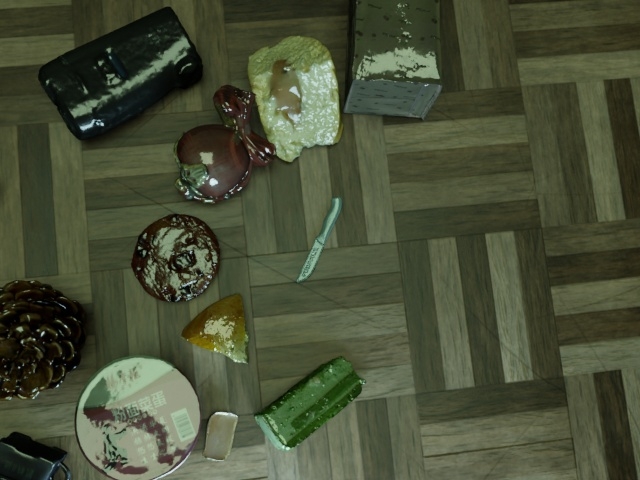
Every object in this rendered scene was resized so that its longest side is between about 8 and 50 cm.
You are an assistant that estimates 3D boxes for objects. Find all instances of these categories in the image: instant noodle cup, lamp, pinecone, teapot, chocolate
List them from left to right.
[{"bbox_3d":[-0.586,0.454,1.402,0.177,0.087,0.096,22,86,-2],"label":"teapot"},{"bbox_3d":[-0.563,0.194,1.363,0.224,0.272,0.224,-9,112,-22],"label":"pinecone"},{"bbox_3d":[-0.346,0.340,1.388,0.235,0.178,0.234,1,83,-5],"label":"instant noodle cup"},{"bbox_3d":[-0.221,-0.193,1.480,0.223,0.151,0.215,-41,126,-24],"label":"lamp"},{"bbox_3d":[-0.211,0.404,1.467,0.065,0.031,0.100,11,85,-21],"label":"chocolate"}]

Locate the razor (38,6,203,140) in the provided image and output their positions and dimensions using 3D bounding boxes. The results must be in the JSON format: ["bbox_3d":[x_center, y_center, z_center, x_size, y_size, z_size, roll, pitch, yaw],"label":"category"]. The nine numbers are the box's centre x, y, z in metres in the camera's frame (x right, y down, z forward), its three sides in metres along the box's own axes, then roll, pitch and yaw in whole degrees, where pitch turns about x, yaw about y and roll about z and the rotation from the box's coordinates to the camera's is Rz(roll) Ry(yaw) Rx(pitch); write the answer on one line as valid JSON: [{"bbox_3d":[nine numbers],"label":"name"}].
[{"bbox_3d":[-0.419,-0.359,1.508,0.327,0.107,0.189,-30,86,-9],"label":"razor"}]

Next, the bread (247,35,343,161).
[{"bbox_3d":[-0.055,-0.331,1.553,0.184,0.224,0.211,-17,43,-1],"label":"bread"}]

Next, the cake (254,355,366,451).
[{"bbox_3d":[-0.024,0.343,1.491,0.235,0.099,0.100,-33,85,-29],"label":"cake"}]

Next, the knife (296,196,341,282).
[{"bbox_3d":[0.000,0.000,1.545,0.028,0.015,0.210,24,82,-8],"label":"knife"}]

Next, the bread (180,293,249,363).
[{"bbox_3d":[-0.198,0.174,1.488,0.154,0.054,0.136,25,78,-4],"label":"bread"}]

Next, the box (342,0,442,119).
[{"bbox_3d":[0.152,-0.434,1.509,0.190,0.225,0.297,1,82,-3],"label":"box"}]

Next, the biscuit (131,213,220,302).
[{"bbox_3d":[-0.305,0.036,1.498,0.192,0.049,0.192,0,79,-2],"label":"biscuit"}]
